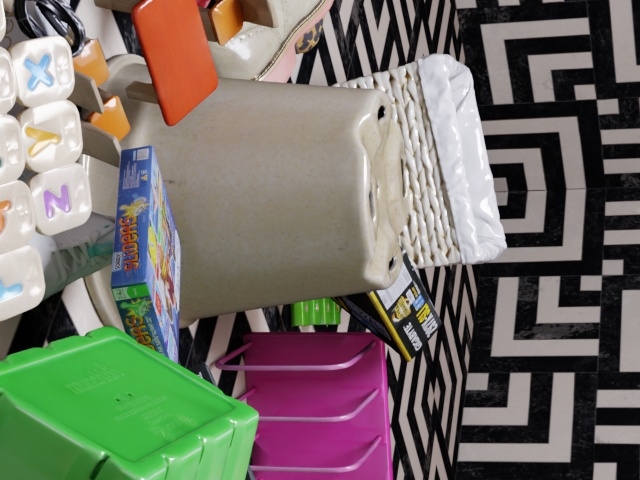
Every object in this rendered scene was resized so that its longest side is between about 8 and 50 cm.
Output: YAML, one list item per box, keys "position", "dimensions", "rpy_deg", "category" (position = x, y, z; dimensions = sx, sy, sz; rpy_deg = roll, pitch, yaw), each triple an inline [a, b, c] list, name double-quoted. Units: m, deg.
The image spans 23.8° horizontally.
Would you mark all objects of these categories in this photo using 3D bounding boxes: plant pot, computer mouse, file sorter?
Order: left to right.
- position: [-0.275, -0.250, 1.297]
  dimensions: [0.071, 0.041, 0.242]
  rpy_deg: [-58, 134, -36]
  category: "computer mouse"
- position: [-0.070, -0.050, 1.702]
  dimensions: [0.334, 0.305, 0.334]
  rpy_deg: [-1, 90, -75]
  category: "plant pot"
- position: [-0.026, 0.283, 2.045]
  dimensions: [0.182, 0.202, 0.291]
  rpy_deg: [-26, 114, -70]
  category: "file sorter"

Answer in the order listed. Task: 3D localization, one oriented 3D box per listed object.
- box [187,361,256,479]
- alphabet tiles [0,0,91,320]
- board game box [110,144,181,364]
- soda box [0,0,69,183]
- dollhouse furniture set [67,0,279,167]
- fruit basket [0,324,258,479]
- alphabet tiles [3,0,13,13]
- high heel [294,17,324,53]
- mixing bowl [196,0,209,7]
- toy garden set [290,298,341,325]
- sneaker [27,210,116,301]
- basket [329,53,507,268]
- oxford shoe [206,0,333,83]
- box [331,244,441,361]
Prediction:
- position: [-0.149, 0.236, 1.557]
  dimensions: [0.077, 0.147, 0.180]
  rpy_deg: [71, -6, -47]
  category: "box"
- position: [-0.298, -0.065, 1.236]
  dimensions: [0.278, 0.021, 0.284]
  rpy_deg: [-24, 114, -51]
  category: "alphabet tiles"
- position: [-0.165, 0.023, 1.458]
  dimensions: [0.201, 0.035, 0.136]
  rpy_deg: [-95, 175, -50]
  category: "board game box"
- position: [-0.279, -0.157, 1.372]
  dimensions: [0.069, 0.074, 0.216]
  rpy_deg: [48, 43, -67]
  category: "soda box"
- position: [-0.157, -0.233, 1.511]
  dimensions: [0.262, 0.135, 0.259]
  rpy_deg: [-47, 141, -29]
  category: "dollhouse furniture set"
- position: [-0.221, 0.288, 1.254]
  dimensions: [0.392, 0.283, 0.392]
  rpy_deg: [-57, 168, -19]
  category: "fruit basket"
- position: [-0.315, -0.342, 1.301]
  dimensions: [0.198, 0.009, 0.237]
  rpy_deg: [33, 55, -56]
  category: "alphabet tiles"
- position: [-0.021, -0.418, 2.311]
  dimensions: [0.186, 0.093, 0.261]
  rpy_deg: [-72, 166, -72]
  category: "high heel"
- position: [-0.188, -0.338, 1.686]
  dimensions: [0.181, 0.098, 0.181]
  rpy_deg: [-2, 90, -75]
  category: "mixing bowl"
- position: [-0.019, 0.127, 2.380]
  dimensions: [0.244, 0.049, 0.204]
  rpy_deg: [12, 75, -76]
  category: "toy garden set"
- position: [-0.239, 0.009, 1.467]
  dimensions: [0.212, 0.094, 0.080]
  rpy_deg: [-52, 138, -69]
  category: "sneaker"
- position: [0.128, -0.110, 2.439]
  dimensions: [0.328, 0.266, 0.331]
  rpy_deg: [-11, 91, -76]
  category: "basket"
- position: [-0.076, -0.342, 2.034]
  dimensions: [0.397, 0.140, 0.146]
  rpy_deg: [-75, 150, -46]
  category: "oxford shoe"
- position: [0.000, 0.000, 1.986]
  dimensions: [0.079, 0.322, 0.257]
  rpy_deg: [-48, 154, -7]
  category: "box"
